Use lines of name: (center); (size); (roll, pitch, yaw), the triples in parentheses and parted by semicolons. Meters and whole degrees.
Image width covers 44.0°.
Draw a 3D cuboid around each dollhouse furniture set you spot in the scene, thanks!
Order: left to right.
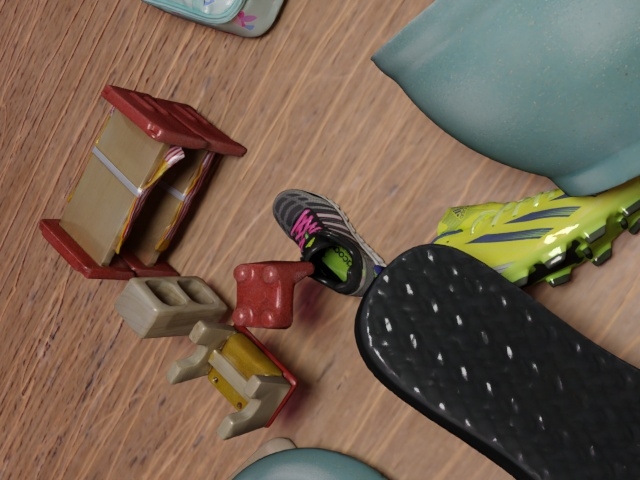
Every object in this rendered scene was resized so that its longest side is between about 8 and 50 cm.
dollhouse furniture set: (-0.128, 0.011, 0.884); (0.374, 0.152, 0.201); (41, 109, 26)

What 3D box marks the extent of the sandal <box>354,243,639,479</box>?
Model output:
sandal: (0.221, 0.172, 0.666); (0.446, 0.107, 0.167); (42, 76, 7)

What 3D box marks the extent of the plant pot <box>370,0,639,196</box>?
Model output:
plant pot: (0.215, -0.160, 0.629); (0.293, 0.293, 0.196); (-36, 97, 26)

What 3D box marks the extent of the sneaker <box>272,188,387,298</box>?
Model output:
sneaker: (0.000, 0.000, 0.851); (0.170, 0.075, 0.063); (46, 111, 25)

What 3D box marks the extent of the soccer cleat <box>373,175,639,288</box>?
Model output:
soccer cleat: (0.168, -0.001, 0.740); (0.289, 0.093, 0.121); (-34, 62, 25)

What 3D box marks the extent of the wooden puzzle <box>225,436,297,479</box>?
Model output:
wooden puzzle: (-0.061, 0.377, 0.896); (0.239, 0.044, 0.221); (-44, 66, 17)

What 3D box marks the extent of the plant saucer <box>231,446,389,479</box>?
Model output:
plant saucer: (-0.021, 0.377, 0.811); (0.318, 0.044, 0.317); (-6, 77, 29)

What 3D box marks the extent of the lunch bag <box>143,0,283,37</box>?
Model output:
lunch bag: (-0.108, -0.389, 0.915); (0.224, 0.108, 0.279); (27, 102, 30)
